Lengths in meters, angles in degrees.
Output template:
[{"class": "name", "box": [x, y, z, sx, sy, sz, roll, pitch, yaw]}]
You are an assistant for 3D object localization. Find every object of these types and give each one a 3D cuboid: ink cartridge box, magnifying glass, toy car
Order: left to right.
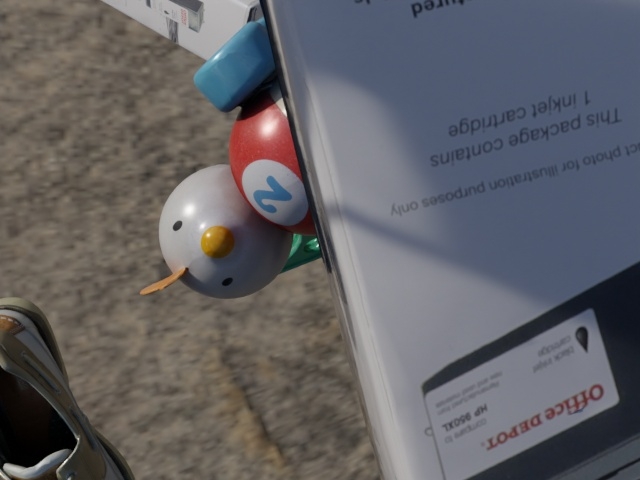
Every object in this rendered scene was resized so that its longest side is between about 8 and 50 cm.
[{"class": "ink cartridge box", "box": [-0.103, -0.265, 1.933, 0.218, 0.158, 0.092, 32, 133, 26]}, {"class": "toy car", "box": [-0.058, -0.024, 1.560, 0.238, 0.210, 0.219, -43, 94, 9]}, {"class": "magnifying glass", "box": [0.000, 0.000, 1.807, 0.026, 0.231, 0.092, 60, 139, 28]}, {"class": "ink cartridge box", "box": [0.097, 0.049, 0.886, 0.166, 0.285, 0.394, -15, 96, -1]}]

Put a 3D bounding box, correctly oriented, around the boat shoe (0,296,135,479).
[{"class": "boat shoe", "box": [-0.263, 0.208, 1.822, 0.113, 0.103, 0.302, -23, 105, 13]}]
